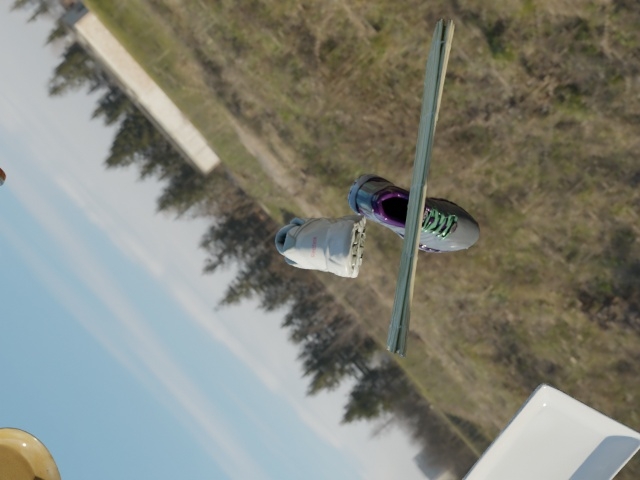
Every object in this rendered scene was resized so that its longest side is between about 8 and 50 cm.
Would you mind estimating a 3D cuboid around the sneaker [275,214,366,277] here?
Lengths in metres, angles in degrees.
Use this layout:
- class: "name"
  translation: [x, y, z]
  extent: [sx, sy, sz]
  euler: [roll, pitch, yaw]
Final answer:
- class: "sneaker"
  translation: [0.000, 0.000, 1.234]
  extent: [0.115, 0.090, 0.232]
  euler: [8, 177, 7]

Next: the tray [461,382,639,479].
- class: "tray"
  translation: [0.234, 0.285, 1.052]
  extent: [0.145, 0.270, 0.030]
  euler: [28, -159, -12]

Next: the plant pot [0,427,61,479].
- class: "plant pot"
  translation: [-0.417, 0.359, 1.161]
  extent: [0.236, 0.032, 0.236]
  euler: [-7, -90, -66]

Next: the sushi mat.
- class: "sushi mat"
  translation: [0.096, -0.045, 0.891]
  extent: [0.019, 0.316, 0.151]
  euler: [8, 177, 4]

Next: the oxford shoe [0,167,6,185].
- class: "oxford shoe"
  translation: [-0.462, -0.041, 0.941]
  extent: [0.097, 0.271, 0.098]
  euler: [80, -172, -70]

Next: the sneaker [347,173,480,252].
- class: "sneaker"
  translation: [0.148, -0.025, 1.305]
  extent: [0.224, 0.083, 0.098]
  euler: [17, -172, -25]
